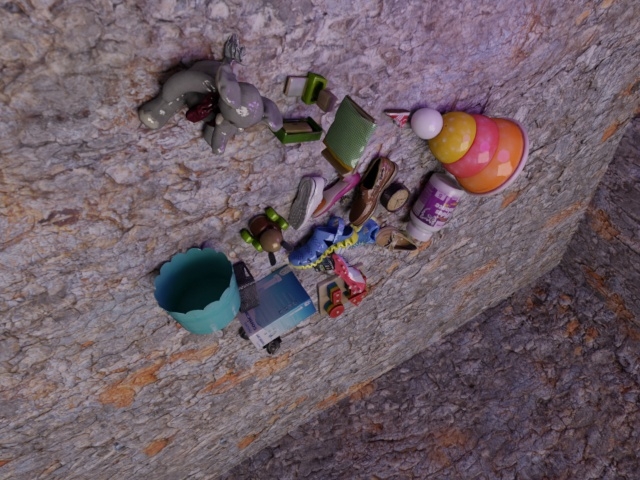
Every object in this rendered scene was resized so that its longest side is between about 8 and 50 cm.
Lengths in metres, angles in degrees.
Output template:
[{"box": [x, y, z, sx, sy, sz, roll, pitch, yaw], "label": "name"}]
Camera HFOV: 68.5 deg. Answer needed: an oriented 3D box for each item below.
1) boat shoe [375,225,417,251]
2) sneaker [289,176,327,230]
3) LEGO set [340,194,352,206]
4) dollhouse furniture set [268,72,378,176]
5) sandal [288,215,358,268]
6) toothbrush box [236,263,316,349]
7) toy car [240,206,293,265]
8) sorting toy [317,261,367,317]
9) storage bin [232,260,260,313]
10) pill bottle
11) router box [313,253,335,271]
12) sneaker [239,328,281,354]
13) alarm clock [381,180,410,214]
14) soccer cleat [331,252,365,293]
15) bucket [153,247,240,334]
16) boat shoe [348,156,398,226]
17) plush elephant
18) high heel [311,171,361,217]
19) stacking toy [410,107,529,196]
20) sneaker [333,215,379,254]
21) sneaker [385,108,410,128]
[{"box": [0.365, 0.000, 2.261, 0.285, 0.089, 0.105, 3, 128, -42], "label": "boat shoe"}, {"box": [-0.044, -0.135, 1.776, 0.095, 0.090, 0.235, -12, 139, -45], "label": "sneaker"}, {"box": [0.088, -0.166, 1.910, 0.083, 0.023, 0.054, 13, 119, -32], "label": "LEGO set"}, {"box": [-0.001, -0.344, 1.398, 0.151, 0.301, 0.198, -12, 139, -36], "label": "dollhouse furniture set"}, {"box": [0.000, 0.000, 1.940, 0.317, 0.126, 0.138, -32, 130, -16], "label": "sandal"}, {"box": [-0.201, 0.274, 1.964, 0.295, 0.216, 0.126, -32, 143, -11], "label": "toothbrush box"}, {"box": [-0.173, 0.004, 1.719, 0.155, 0.188, 0.149, -41, 144, 4], "label": "toy car"}, {"box": [0.119, 0.266, 2.337, 0.257, 0.089, 0.255, -25, 142, -19], "label": "sorting toy"}, {"box": [-0.309, 0.187, 1.855, 0.084, 0.122, 0.180, -24, 141, -20], "label": "storage bin"}, {"box": [0.519, -0.148, 2.169, 0.169, 0.169, 0.301, -2, 130, -39], "label": "pill bottle"}, {"box": [0.008, 0.088, 2.061, 0.092, 0.038, 0.122, -9, 144, 11], "label": "router box"}, {"box": [-0.265, 0.457, 2.180, 0.227, 0.130, 0.087, 22, 111, -48], "label": "sneaker"}, {"box": [0.330, -0.177, 2.064, 0.129, 0.064, 0.192, -33, 141, -8], "label": "alarm clock"}, {"box": [0.126, 0.140, 2.179, 0.083, 0.095, 0.248, -21, 117, 39], "label": "soccer cleat"}, {"box": [-0.417, 0.179, 1.639, 0.281, 0.281, 0.183, -28, 143, -14], "label": "bucket"}, {"box": [0.187, -0.201, 1.893, 0.104, 0.110, 0.307, 16, 108, -44], "label": "boat shoe"}, {"box": [-0.251, -0.343, 1.224, 0.330, 0.255, 0.272, -50, 142, 15], "label": "plush elephant"}, {"box": [0.059, -0.176, 1.833, 0.244, 0.082, 0.117, -55, 147, 12], "label": "high heel"}, {"box": [0.556, -0.402, 1.872, 0.480, 0.351, 0.351, 18, 117, -32], "label": "stacking toy"}, {"box": [0.161, -0.008, 2.047, 0.091, 0.126, 0.240, 20, 114, -49], "label": "sneaker"}, {"box": [0.280, -0.451, 1.746, 0.118, 0.042, 0.067, -11, 132, -36], "label": "sneaker"}]
